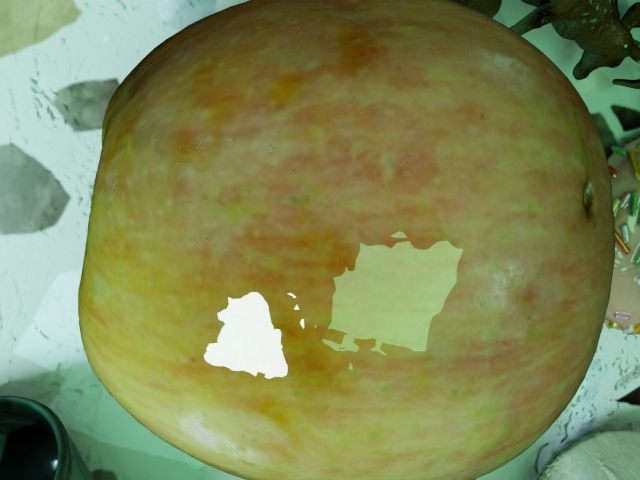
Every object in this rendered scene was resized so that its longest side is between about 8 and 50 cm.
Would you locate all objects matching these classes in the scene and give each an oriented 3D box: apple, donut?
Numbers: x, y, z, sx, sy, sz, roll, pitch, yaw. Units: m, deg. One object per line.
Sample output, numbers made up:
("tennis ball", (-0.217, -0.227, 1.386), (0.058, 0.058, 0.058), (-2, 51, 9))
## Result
("apple", (0.000, 0.000, 0.664), (0.347, 0.391, 0.391), (-3, 110, -12))
("donut", (0.359, 0.013, 0.930), (0.233, 0.085, 0.199), (28, 102, -20))

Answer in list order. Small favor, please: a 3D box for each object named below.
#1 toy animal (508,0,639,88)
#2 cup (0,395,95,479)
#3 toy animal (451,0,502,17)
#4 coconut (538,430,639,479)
("toy animal", (0.233, -0.220, 0.750), (0.260, 0.087, 0.243), (-15, 133, -26))
("cup", (-0.314, 0.362, 0.807), (0.310, 0.401, 0.392), (-44, 124, -33))
("toy animal", (0.087, -0.258, 0.766), (0.179, 0.089, 0.188), (-41, 112, 7))
("coconut", (0.350, 0.337, 0.955), (0.245, 0.247, 0.244), (-4, 110, -11))
